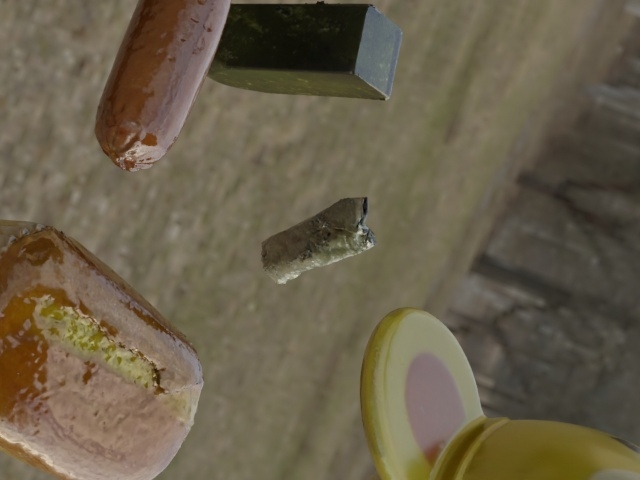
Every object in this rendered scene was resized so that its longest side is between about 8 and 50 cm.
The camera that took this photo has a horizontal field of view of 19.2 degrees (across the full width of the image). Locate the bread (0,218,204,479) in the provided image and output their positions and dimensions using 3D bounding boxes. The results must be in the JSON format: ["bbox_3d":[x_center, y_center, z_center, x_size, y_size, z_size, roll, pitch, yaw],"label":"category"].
[{"bbox_3d":[-0.227,0.100,1.664,0.288,0.156,0.204,41,70,-40],"label":"bread"}]

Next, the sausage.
[{"bbox_3d":[-0.121,-0.144,1.476,0.076,0.076,0.198,92,16,-66],"label":"sausage"}]

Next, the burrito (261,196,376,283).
[{"bbox_3d":[-0.002,0.000,1.781,0.042,0.171,0.051,-6,79,-41],"label":"burrito"}]

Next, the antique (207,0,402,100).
[{"bbox_3d":[-0.031,-0.201,2.001,0.081,0.220,0.080,32,66,-56],"label":"antique"}]

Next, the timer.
[{"bbox_3d":[0.124,0.271,1.262,0.387,0.376,0.376,45,61,-44],"label":"timer"}]
